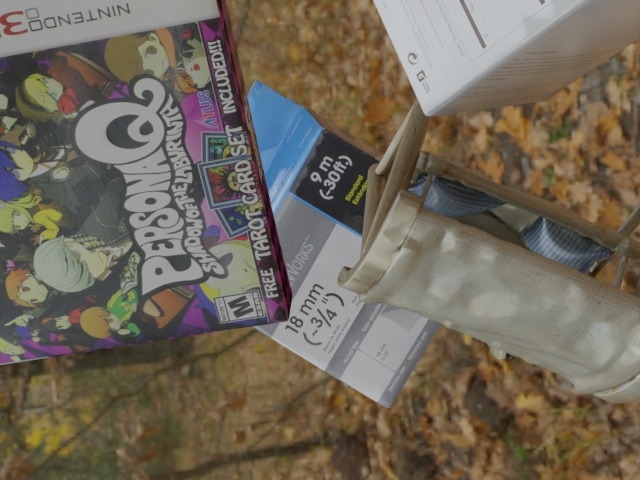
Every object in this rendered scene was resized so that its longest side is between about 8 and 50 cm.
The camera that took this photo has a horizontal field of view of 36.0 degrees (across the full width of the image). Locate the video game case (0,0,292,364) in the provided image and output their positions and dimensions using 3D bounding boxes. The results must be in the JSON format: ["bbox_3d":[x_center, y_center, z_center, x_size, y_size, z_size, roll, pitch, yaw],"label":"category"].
[{"bbox_3d":[-0.141,-0.041,0.596,0.042,0.210,0.232,-88,-12,-64],"label":"video game case"}]

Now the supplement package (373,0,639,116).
[{"bbox_3d":[0.197,-0.247,0.768,0.293,0.177,0.175,-33,75,46],"label":"supplement package"}]

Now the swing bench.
[{"bbox_3d":[0.165,0.003,0.855,0.255,0.253,0.165,-72,7,-51],"label":"swing bench"}]

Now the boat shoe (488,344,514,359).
[{"bbox_3d":[0.199,0.091,1.096,0.133,0.042,0.049,-114,19,-67],"label":"boat shoe"}]

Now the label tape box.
[{"bbox_3d":[0.000,0.000,1.133,0.241,0.333,0.106,-60,-5,12],"label":"label tape box"}]
